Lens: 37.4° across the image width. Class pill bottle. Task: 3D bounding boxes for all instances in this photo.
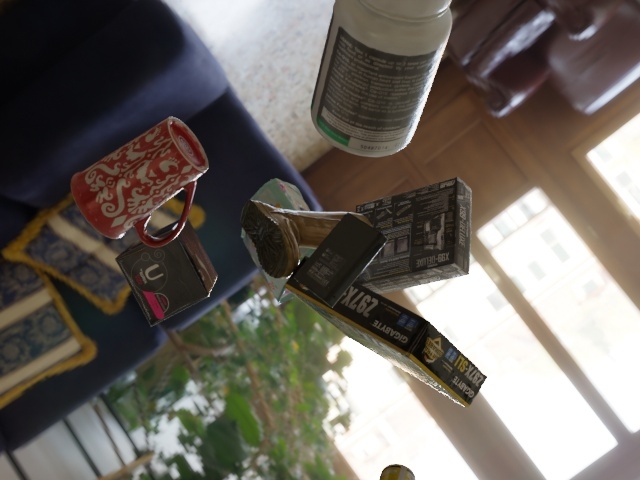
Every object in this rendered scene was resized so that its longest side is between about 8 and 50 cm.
[{"bbox_3d":[0.110,-0.336,1.651,0.204,0.204,0.361,-31,154,-32],"label":"pill bottle"},{"bbox_3d":[0.121,0.431,1.576,0.065,0.065,0.116,-41,-172,26],"label":"pill bottle"}]

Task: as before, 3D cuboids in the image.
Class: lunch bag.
[{"bbox_3d":[-0.076,-0.007,2.269,0.160,0.223,0.262,-24,161,-22],"label":"lunch bag"}]

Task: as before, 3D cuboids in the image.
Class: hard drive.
[{"bbox_3d":[0.030,0.027,1.451,0.135,0.094,0.022,-50,133,-5],"label":"hard drive"}]

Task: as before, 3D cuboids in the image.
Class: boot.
[{"bbox_3d":[0.000,0.000,1.882,0.269,0.236,0.089,8,123,-31],"label":"boot"}]

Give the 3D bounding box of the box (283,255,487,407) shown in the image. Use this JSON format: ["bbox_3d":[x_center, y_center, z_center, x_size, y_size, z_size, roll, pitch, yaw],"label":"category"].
[{"bbox_3d":[0.118,0.165,1.730,0.079,0.322,0.257,-55,138,-9],"label":"box"}]

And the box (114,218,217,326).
[{"bbox_3d":[-0.330,0.061,2.064,0.143,0.165,0.270,-27,-173,1],"label":"box"}]

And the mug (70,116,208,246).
[{"bbox_3d":[-0.242,-0.084,1.354,0.169,0.113,0.150,-33,135,16],"label":"mug"}]

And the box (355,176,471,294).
[{"bbox_3d":[0.224,-0.005,2.357,0.307,0.242,0.076,-15,146,33],"label":"box"}]
